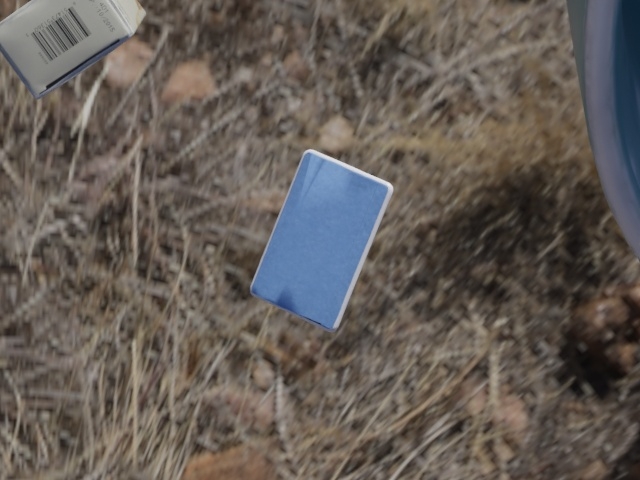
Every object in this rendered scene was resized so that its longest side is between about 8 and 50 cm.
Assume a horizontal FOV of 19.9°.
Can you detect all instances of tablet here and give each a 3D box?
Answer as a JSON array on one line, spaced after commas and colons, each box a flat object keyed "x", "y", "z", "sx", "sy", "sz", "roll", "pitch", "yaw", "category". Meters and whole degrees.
[{"x": 0.000, "y": 0.000, "z": 0.944, "sx": 0.054, "sy": 0.006, "sz": 0.083, "roll": 24, "pitch": 96, "yaw": 21, "category": "tablet"}]

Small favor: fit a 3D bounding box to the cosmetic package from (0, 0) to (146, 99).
[{"x": -0.123, "y": -0.108, "z": 0.907, "sx": 0.060, "sy": 0.115, "sz": 0.041, "roll": -33, "pitch": 101, "yaw": 6, "category": "cosmetic package"}]

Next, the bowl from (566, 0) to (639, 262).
[{"x": 0.191, "y": -0.125, "z": 0.530, "sx": 0.311, "sy": 0.311, "sz": 0.163, "roll": -11, "pitch": 39, "yaw": -13, "category": "bowl"}]
